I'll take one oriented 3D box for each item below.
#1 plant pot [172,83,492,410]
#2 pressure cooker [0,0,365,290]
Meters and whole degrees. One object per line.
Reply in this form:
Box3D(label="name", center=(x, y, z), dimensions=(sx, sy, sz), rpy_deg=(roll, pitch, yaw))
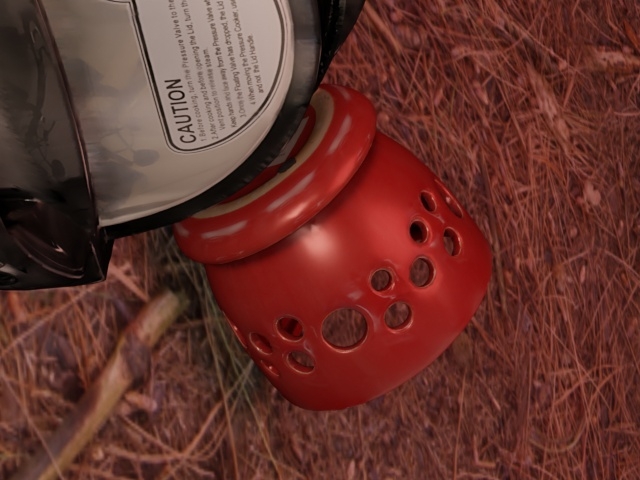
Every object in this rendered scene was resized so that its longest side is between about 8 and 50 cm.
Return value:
Box3D(label="plant pot", center=(0.000, 0.000, 1.353), dimensions=(0.174, 0.191, 0.191), rpy_deg=(50, 38, -28))
Box3D(label="pressure cooker", center=(-0.157, -0.194, 0.952), dimensions=(0.370, 0.375, 0.420), rpy_deg=(32, 45, -28))
